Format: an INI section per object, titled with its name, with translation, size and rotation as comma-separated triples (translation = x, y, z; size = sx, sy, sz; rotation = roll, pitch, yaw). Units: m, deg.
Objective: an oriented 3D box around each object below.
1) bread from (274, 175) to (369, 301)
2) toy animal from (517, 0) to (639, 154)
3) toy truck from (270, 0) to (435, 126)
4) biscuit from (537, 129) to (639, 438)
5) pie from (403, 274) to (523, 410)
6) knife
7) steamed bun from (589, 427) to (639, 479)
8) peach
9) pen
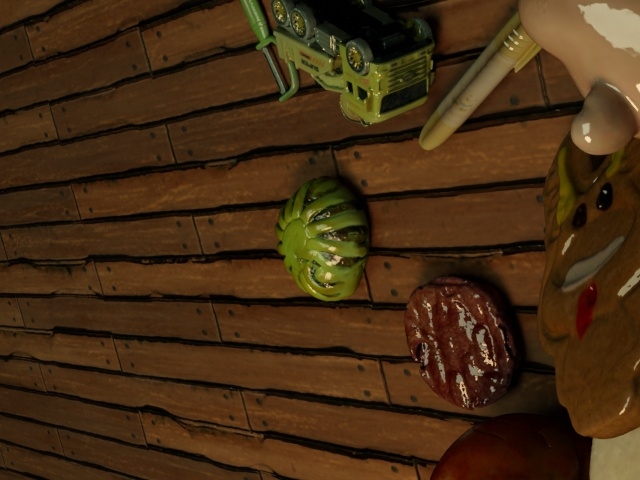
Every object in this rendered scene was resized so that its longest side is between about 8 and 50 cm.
[bread]
translation = 0.000, 0.000, 1.373
size = 0.130, 0.071, 0.139
rotation = 60, 144, 21
[toy animal]
translation = 0.259, -0.195, 0.834
size = 0.221, 0.210, 0.229
rotation = -38, 69, 48
[toy truck]
translation = 0.029, -0.182, 1.231
size = 0.191, 0.085, 0.116
rotation = 38, 144, 41
[biscuit]
translation = 0.225, 0.008, 0.955
size = 0.186, 0.044, 0.295
rotation = 129, 154, -52
[pie]
translation = 0.146, 0.102, 1.258
size = 0.153, 0.038, 0.153
rotation = 24, 124, 42
[knife]
translation = -0.071, -0.261, 1.383
size = 0.054, 0.015, 0.212
rotation = -29, 83, 54
[steamed bun]
translation = 0.336, 0.164, 0.891
size = 0.283, 0.177, 0.283
rotation = -175, 90, -67
[peach]
translation = 0.184, 0.251, 1.160
size = 0.197, 0.197, 0.197
rotation = 28, 127, 43
[pen]
translation = 0.154, -0.148, 1.130
size = 0.040, 0.032, 0.233
rotation = 40, 142, 1
